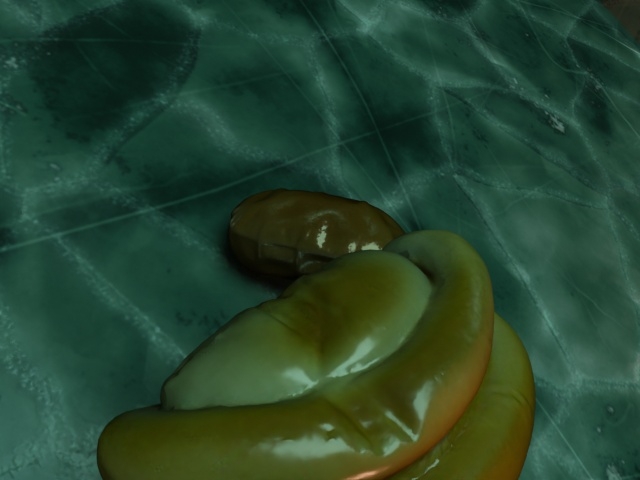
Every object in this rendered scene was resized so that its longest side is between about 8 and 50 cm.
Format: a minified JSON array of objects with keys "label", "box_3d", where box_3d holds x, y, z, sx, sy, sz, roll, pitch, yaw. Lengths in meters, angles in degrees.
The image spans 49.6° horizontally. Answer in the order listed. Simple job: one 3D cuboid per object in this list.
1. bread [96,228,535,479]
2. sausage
[{"label":"bread","box_3d":[0.005,0.153,0.668,0.424,0.329,0.245,-30,105,-29]},{"label":"sausage","box_3d":[0.000,0.000,0.897,0.241,0.120,0.136,9,33,9]}]
